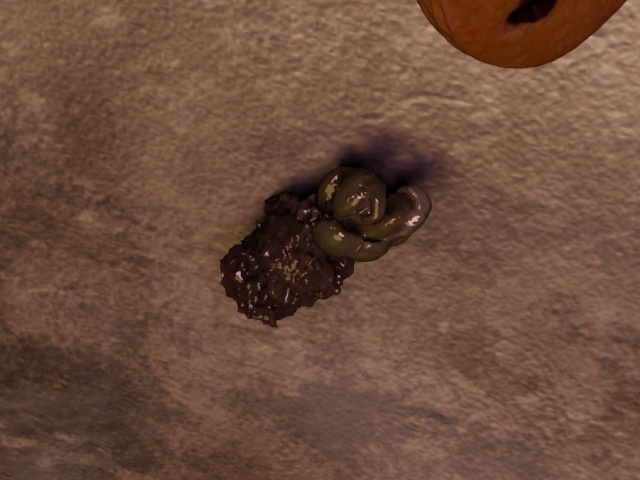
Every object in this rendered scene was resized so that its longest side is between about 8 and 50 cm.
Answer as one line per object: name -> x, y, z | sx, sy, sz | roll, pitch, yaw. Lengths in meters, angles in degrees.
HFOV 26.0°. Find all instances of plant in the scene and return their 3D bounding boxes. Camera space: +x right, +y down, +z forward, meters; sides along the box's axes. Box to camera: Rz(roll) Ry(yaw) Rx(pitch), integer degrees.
plant -> 0.000, 0.000, 0.899 | 0.085, 0.087, 0.174 | 17, 146, -34

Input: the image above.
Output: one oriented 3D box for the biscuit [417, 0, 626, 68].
biscuit -> 0.094, -0.227, 0.554 | 0.283, 0.064, 0.432 | -29, 141, -11
